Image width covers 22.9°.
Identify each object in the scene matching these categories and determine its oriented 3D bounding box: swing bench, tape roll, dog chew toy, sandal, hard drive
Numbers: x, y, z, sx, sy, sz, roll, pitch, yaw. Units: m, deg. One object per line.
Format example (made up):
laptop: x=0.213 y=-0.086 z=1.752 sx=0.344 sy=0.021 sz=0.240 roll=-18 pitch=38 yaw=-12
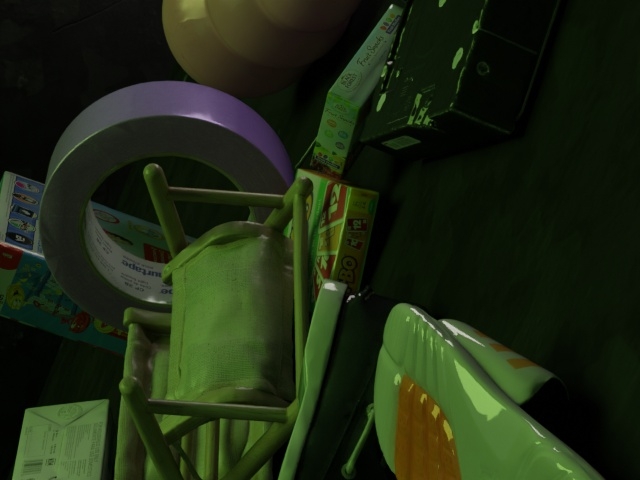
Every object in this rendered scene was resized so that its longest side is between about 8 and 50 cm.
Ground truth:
swing bench: x=-0.102 y=0.108 z=1.448 sx=0.255 sy=0.165 sz=0.253 roll=105 pitch=168 yaw=-51
tape roll: x=-0.162 y=-0.030 z=1.703 sx=0.090 sy=0.274 sz=0.275 roll=-96 pitch=30 yaw=-60
dog chew toy: x=-0.056 y=-0.286 z=1.858 sx=0.332 sy=0.206 sz=0.207 roll=-14 pitch=57 yaw=64
sandal: x=0.114 y=0.124 z=0.890 sx=0.265 sy=0.076 sz=0.102 roll=42 pitch=127 yaw=53
hard drive: x=0.143 y=-0.237 z=1.290 sx=0.237 sy=0.064 sz=0.339 roll=168 pitch=121 yaw=-73

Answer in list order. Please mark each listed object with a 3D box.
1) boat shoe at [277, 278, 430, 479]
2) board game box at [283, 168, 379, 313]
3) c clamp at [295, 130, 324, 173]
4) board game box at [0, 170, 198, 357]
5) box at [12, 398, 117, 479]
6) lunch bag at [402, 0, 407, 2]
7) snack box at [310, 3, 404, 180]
boat shoe: x=0.016 y=0.167 z=1.131 sx=0.114 sy=0.091 sz=0.302 roll=94 pitch=-173 yaw=-65
board game box: x=0.000 y=0.000 z=1.520 sx=0.259 sy=0.039 sz=0.124 roll=-148 pitch=69 yaw=-78
c clamp: x=0.020 y=-0.110 z=1.671 sx=0.137 sy=0.022 sz=0.161 roll=-60 pitch=14 yaw=13
board game box: x=-0.269 y=0.041 z=1.951 sx=0.308 sy=0.302 sz=0.086 roll=-113 pitch=46 yaw=-71
box: x=-0.233 y=0.325 z=1.578 sx=0.169 sy=0.087 sz=0.290 roll=-96 pitch=-1 yaw=-62
lunch bag: x=0.095 y=-0.260 z=1.493 sx=0.098 sy=0.067 sz=0.065 roll=-96 pitch=30 yaw=-59
snack box: x=0.043 y=-0.137 z=1.447 sx=0.141 sy=0.037 sz=0.100 roll=-57 pitch=-13 yaw=-38
